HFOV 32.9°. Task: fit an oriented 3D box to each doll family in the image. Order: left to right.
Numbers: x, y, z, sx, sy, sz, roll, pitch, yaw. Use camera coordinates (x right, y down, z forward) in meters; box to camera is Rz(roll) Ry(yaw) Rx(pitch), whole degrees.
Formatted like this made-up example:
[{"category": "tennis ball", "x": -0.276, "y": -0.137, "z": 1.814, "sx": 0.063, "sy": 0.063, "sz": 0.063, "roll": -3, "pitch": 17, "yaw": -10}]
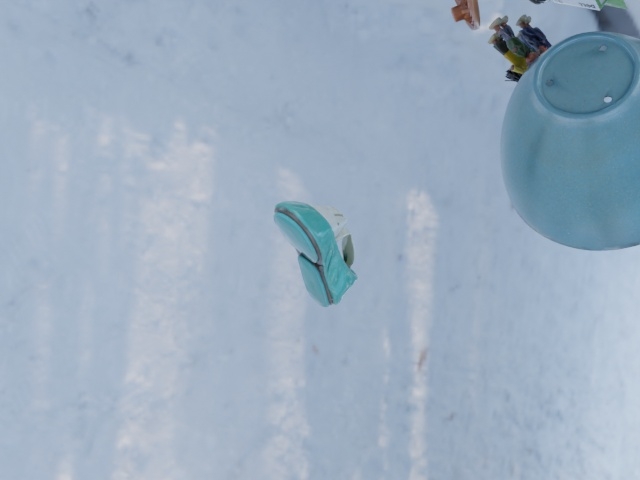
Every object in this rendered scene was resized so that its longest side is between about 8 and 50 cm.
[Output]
[{"category": "doll family", "x": 0.319, "y": -0.276, "z": 1.627, "sx": 0.193, "sy": 0.111, "sz": 0.076, "roll": -20, "pitch": 154, "yaw": -49}]

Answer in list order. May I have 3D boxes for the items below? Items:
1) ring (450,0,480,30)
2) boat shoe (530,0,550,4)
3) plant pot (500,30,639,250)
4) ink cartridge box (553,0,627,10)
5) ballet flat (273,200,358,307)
[{"category": "ring", "x": 0.147, "y": -0.441, "z": 1.467, "sx": 0.336, "sy": 0.032, "sz": 0.337, "roll": -19, "pitch": 90, "yaw": -85}, {"category": "boat shoe", "x": 0.351, "y": -0.396, "z": 1.456, "sx": 0.122, "sy": 0.120, "sz": 0.324, "roll": 58, "pitch": 33, "yaw": -6}, {"category": "plant pot", "x": 0.364, "y": -0.159, "z": 1.419, "sx": 0.195, "sy": 0.290, "sz": 0.290, "roll": 54, "pitch": 50, "yaw": -54}, {"category": "ink cartridge box", "x": 0.451, "y": -0.468, "z": 1.922, "sx": 0.062, "sy": 0.109, "sz": 0.209, "roll": -53, "pitch": 131, "yaw": -10}, {"category": "ballet flat", "x": 0.000, "y": 0.000, "z": 1.490, "sx": 0.087, "sy": 0.083, "sz": 0.247, "roll": -46, "pitch": 149, "yaw": -16}]
